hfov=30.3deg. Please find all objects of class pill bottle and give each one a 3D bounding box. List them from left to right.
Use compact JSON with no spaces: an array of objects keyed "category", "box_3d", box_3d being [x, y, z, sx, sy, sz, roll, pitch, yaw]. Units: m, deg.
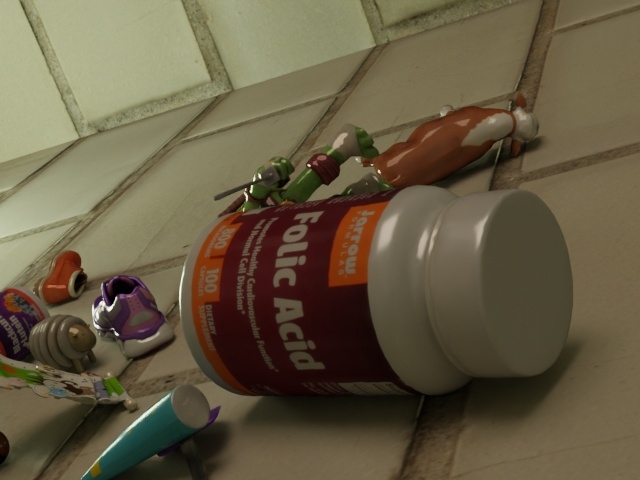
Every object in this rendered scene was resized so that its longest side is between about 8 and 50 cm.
[{"category":"pill bottle","box_3d":[-0.518,0.159,1.829,0.108,0.108,0.193,-7,23,38]},{"category":"pill bottle","box_3d":[0.056,0.059,1.287,0.392,0.224,0.224,-7,22,39]}]

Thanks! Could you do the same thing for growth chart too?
[{"category":"growth chart","box_3d":[-0.349,0.176,1.516,0.237,0.021,0.172,18,2,-29]}]

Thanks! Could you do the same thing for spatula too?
[{"category":"spatula","box_3d":[-0.133,0.246,1.258,0.084,0.030,0.296,-34,19,1]}]

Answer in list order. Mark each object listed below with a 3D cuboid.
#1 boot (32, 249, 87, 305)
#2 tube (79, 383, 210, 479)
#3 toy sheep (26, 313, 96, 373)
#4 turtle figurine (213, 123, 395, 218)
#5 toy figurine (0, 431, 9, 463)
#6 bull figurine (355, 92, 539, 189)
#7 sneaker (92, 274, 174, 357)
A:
[{"category":"boot","box_3d":[-0.450,0.064,2.135,0.085,0.059,0.158,-12,27,16]},{"category":"tube","box_3d":[-0.205,0.227,1.323,0.207,0.052,0.080,-37,0,34]},{"category":"toy sheep","box_3d":[-0.382,0.151,1.733,0.132,0.091,0.091,-12,20,28]},{"category":"turtle figurine","box_3d":[-0.011,-0.024,1.584,0.266,0.197,0.275,-37,0,-17]},{"category":"toy figurine","box_3d":[-0.517,0.255,1.504,0.210,0.148,0.213,-27,16,-39]},{"category":"bull figurine","box_3d":[0.211,-0.161,1.977,0.310,0.101,0.188,-24,14,-17]},{"category":"sneaker","box_3d":[-0.294,0.096,1.775,0.095,0.104,0.236,-28,18,-18]}]
